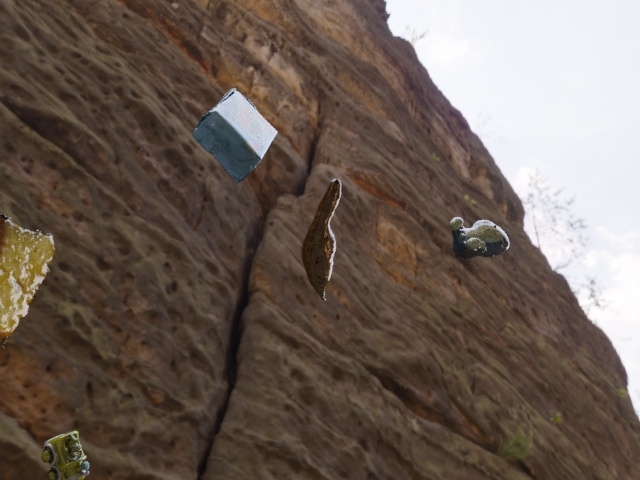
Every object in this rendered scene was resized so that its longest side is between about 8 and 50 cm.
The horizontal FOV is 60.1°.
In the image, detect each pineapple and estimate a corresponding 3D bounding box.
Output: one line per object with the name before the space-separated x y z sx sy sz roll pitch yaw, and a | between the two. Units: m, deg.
pineapple | -0.581 0.076 0.762 0.208 0.287 0.344 2 -15 20

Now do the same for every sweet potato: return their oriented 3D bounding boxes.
sweet potato | -0.001 -0.002 1.195 0.074 0.075 0.270 8 -77 3

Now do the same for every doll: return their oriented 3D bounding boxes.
doll | 0.227 -0.004 0.797 0.083 0.076 0.051 -7 -50 -21

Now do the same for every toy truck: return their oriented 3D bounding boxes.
toy truck | -0.526 0.461 1.167 0.076 0.076 0.111 -27 -97 19

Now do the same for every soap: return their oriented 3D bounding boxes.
soap | -0.185 -0.247 1.253 0.077 0.293 0.156 -39 -72 21
